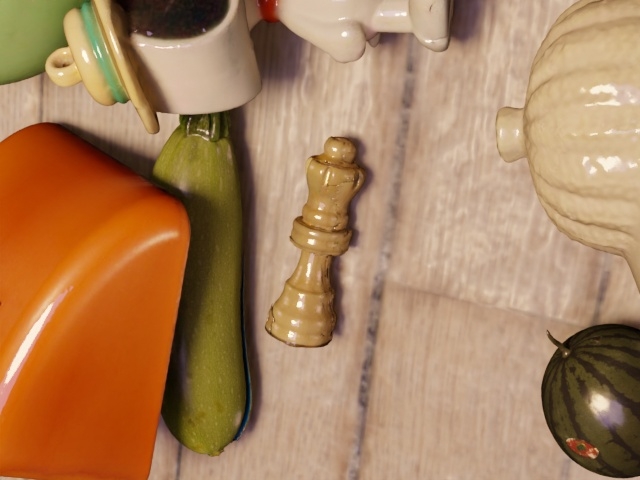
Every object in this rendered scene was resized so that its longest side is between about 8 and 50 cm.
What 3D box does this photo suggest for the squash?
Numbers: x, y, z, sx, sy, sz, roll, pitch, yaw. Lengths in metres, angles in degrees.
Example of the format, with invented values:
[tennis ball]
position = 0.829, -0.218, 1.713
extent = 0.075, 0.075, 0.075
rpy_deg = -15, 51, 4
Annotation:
[squash]
position = -0.111, 0.023, 0.831
extent = 0.094, 0.094, 0.341
rpy_deg = 5, 104, 22

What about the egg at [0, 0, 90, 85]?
[egg]
position = -0.302, -0.237, 0.781
extent = 0.269, 0.220, 0.220
rpy_deg = 22, 110, 6

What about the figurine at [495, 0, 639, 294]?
[figurine]
position = 0.280, -0.103, 0.604
extent = 0.332, 0.185, 0.204
rpy_deg = -32, 55, 8

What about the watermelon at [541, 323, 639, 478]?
[watermelon]
position = 0.203, 0.106, 0.699
extent = 0.105, 0.105, 0.133
rpy_deg = -36, 106, 26

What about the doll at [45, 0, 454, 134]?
[doll]
position = -0.046, -0.165, 0.708
extent = 0.271, 0.144, 0.208
rpy_deg = 17, 63, 21

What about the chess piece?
[chess piece]
position = 0.000, 0.000, 0.797
extent = 0.060, 0.060, 0.172
rpy_deg = 19, 106, 19

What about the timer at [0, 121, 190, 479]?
[timer]
position = -0.229, 0.042, 0.823
extent = 0.257, 0.161, 0.250
rpy_deg = 30, 99, 44
